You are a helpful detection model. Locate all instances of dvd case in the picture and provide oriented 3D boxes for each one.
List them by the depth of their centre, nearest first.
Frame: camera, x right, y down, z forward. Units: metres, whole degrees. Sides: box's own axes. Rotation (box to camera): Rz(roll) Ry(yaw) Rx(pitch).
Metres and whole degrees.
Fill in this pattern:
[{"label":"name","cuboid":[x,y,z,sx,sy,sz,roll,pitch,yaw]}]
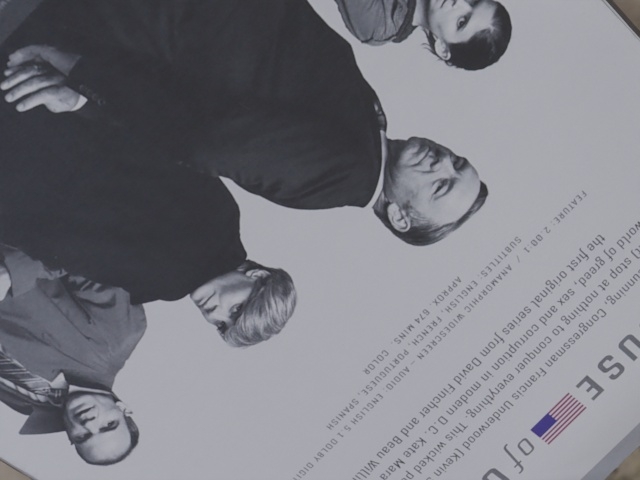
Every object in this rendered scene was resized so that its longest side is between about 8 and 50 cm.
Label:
[{"label":"dvd case","cuboid":[0.000,0.000,0.440,0.179,0.238,0.029,-45,37,8]}]
